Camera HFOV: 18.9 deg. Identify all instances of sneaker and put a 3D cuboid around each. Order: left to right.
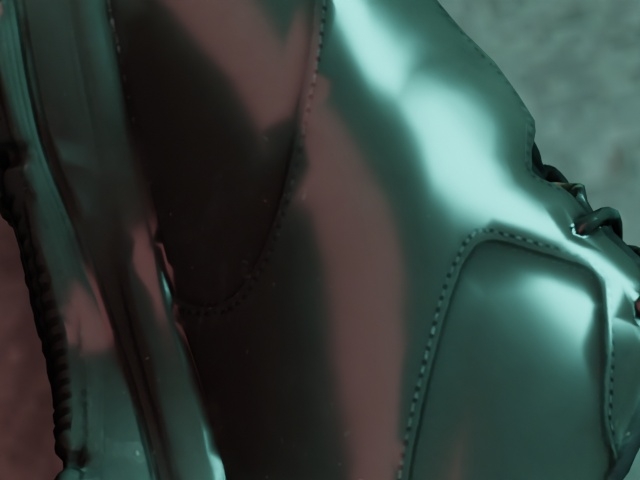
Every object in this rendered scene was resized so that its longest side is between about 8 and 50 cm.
[{"bbox_3d":[0.000,0.000,0.372,0.130,0.109,0.286,-9,81,-5],"label":"sneaker"}]
